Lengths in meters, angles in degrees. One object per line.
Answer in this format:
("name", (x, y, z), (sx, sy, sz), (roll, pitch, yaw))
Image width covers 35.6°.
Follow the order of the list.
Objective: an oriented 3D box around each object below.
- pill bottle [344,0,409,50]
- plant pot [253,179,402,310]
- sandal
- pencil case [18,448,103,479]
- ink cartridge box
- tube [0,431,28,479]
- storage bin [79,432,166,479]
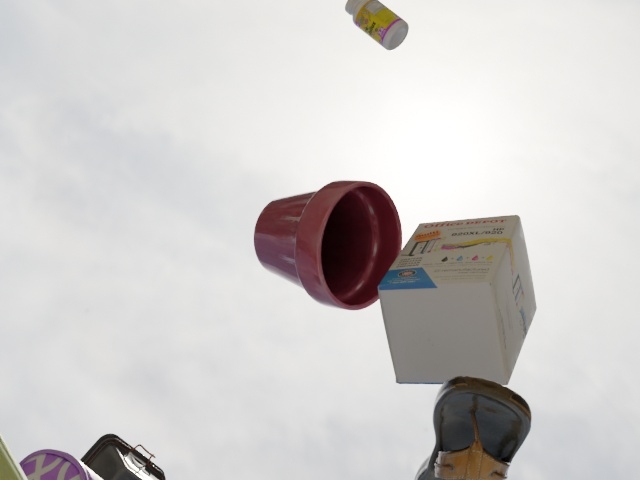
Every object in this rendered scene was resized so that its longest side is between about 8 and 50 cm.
("pill bottle", (0.070, -0.281, 1.271), (0.043, 0.043, 0.083), (-32, -117, -33))
("plant pot", (0.000, 0.000, 1.576), (0.180, 0.201, 0.201), (8, -145, 42))
("sandal", (0.130, 0.202, 0.901), (0.090, 0.219, 0.060), (14, -136, -2))
("pencil case", (-0.263, 0.284, 1.051), (0.086, 0.206, 0.088), (14, -113, 11))
("ink cartridge box", (0.210, 0.085, 1.489), (0.171, 0.168, 0.233), (-4, -157, 24))
("tube", (-0.176, 0.189, 0.576), (0.062, 0.240, 0.070), (-27, -151, -16))
("storage bin", (-0.277, 0.357, 1.464), (0.098, 0.135, 0.091), (-48, -150, -9))
